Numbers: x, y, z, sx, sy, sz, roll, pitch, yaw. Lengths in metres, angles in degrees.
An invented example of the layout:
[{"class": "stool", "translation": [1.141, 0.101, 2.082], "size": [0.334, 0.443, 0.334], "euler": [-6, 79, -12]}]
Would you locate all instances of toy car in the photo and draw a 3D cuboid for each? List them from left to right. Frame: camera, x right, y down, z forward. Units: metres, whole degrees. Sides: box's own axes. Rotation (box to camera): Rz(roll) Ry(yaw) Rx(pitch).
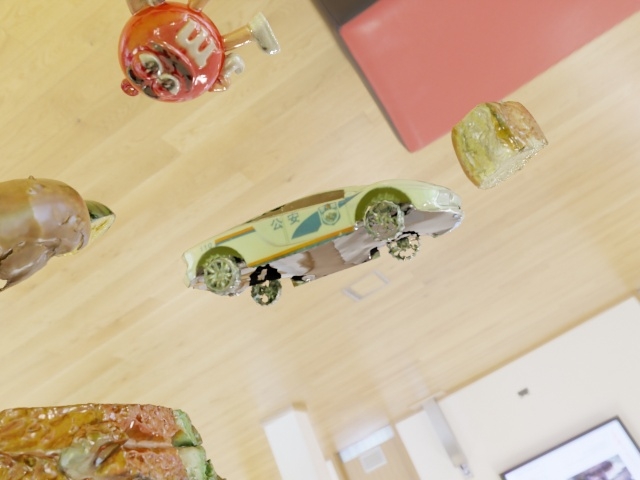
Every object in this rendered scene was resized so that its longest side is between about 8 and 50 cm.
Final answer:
[{"class": "toy car", "translation": [0.000, 0.000, 0.416], "size": [0.205, 0.056, 0.095], "euler": [-20, 163, 13]}]

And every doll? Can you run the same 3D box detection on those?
[{"class": "doll", "translation": [-0.178, -0.260, 0.751], "size": [0.217, 0.085, 0.183], "euler": [-29, 128, 4]}]

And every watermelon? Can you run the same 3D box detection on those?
[{"class": "watermelon", "translation": [-0.357, -0.024, 0.846], "size": [0.105, 0.062, 0.105], "euler": [-39, 177, -3]}]

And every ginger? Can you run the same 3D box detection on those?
[{"class": "ginger", "translation": [-0.358, 0.042, 0.524], "size": [0.309, 0.107, 0.133], "euler": [-36, 140, 1]}]

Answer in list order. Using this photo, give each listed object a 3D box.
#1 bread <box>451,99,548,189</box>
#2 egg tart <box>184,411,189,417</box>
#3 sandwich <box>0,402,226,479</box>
[{"class": "bread", "translation": [0.186, -0.104, 0.616], "size": [0.083, 0.070, 0.077], "euler": [-14, 158, -43]}, {"class": "egg tart", "translation": [-0.294, 0.369, 1.071], "size": [0.130, 0.052, 0.130], "euler": [-26, 137, -27]}, {"class": "sandwich", "translation": [-0.279, 0.247, 0.673], "size": [0.292, 0.109, 0.212], "euler": [-11, 150, 2]}]
